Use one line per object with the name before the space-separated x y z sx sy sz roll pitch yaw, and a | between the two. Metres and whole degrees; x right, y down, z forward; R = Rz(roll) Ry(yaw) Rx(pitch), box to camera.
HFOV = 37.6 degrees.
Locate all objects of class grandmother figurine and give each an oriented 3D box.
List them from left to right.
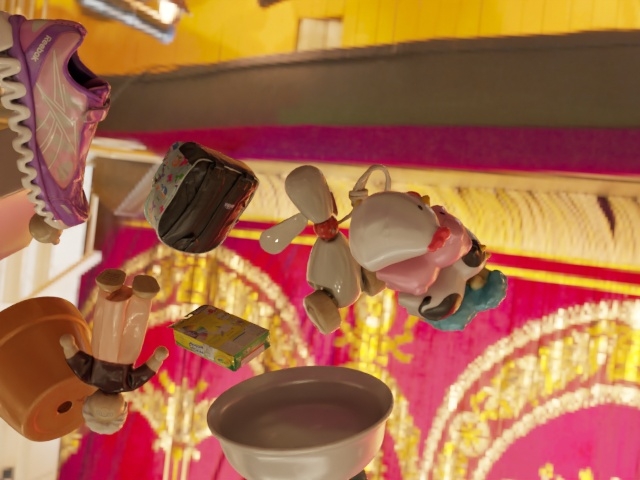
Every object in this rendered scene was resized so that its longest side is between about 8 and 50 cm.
grandmother figurine | -0.408 0.227 1.837 0.208 0.342 0.104 14 -158 6

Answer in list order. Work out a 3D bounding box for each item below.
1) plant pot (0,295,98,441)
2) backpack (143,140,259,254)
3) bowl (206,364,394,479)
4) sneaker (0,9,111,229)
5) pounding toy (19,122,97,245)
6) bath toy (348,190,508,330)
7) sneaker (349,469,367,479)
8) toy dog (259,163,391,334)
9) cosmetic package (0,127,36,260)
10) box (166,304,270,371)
plant pot | -0.599 0.293 2.026 0.203 0.291 0.291 44 -159 30
backpack | -0.302 -0.101 2.270 0.225 0.253 0.191 19 -164 -42
bowl | -0.027 0.319 1.503 0.298 0.134 0.298 -5 -165 1
sneaker | -0.262 -0.122 0.964 0.104 0.236 0.095 -10 -153 -5
pounding toy | -0.442 -0.117 1.519 0.110 0.237 0.183 18 175 -14
bath toy | 0.159 0.021 1.309 0.129 0.151 0.348 4 162 28
sneaker | 0.006 0.485 1.810 0.092 0.087 0.229 -19 168 26
toy dog | 0.000 0.000 1.717 0.220 0.333 0.161 -15 -152 -31
cosmetic package | -0.697 -0.052 1.808 0.161 0.230 0.453 37 -157 2
box | -0.194 0.179 1.770 0.179 0.043 0.105 21 -143 34
